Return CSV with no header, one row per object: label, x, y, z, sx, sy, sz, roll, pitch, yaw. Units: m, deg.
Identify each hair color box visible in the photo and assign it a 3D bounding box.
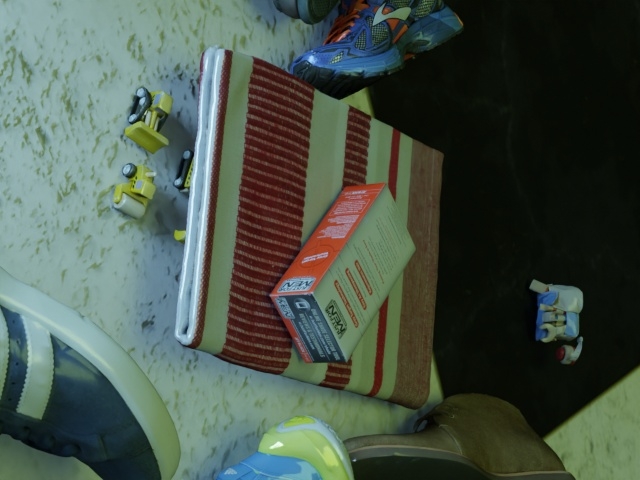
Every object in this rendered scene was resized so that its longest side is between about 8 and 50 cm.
hair color box,0.020,0.024,1.127,0.141,0.043,0.072,-55,130,-43

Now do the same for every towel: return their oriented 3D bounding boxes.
towel,0.000,0.000,1.170,0.329,0.037,0.237,21,69,-52

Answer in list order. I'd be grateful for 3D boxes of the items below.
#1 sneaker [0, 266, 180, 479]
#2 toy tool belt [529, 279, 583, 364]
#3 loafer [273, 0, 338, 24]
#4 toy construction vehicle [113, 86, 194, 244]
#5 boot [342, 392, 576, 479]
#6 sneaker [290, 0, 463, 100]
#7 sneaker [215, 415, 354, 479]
sneaker,-0.234,0.078,0.860,0.350,0.131,0.148,46,59,-28
toy tool belt,0.233,0.083,1.452,0.051,0.052,0.083,9,72,-16
loafer,0.003,-0.299,1.228,0.096,0.084,0.267,75,33,-60
toy construction vehicle,-0.111,-0.055,1.076,0.086,0.035,0.098,37,58,-40
boot,0.101,0.193,1.259,0.305,0.112,0.115,14,41,-44
sneaker,0.037,-0.180,1.246,0.221,0.083,0.087,-36,98,-51
sneaker,-0.024,0.260,1.099,0.126,0.091,0.240,-21,101,-30
